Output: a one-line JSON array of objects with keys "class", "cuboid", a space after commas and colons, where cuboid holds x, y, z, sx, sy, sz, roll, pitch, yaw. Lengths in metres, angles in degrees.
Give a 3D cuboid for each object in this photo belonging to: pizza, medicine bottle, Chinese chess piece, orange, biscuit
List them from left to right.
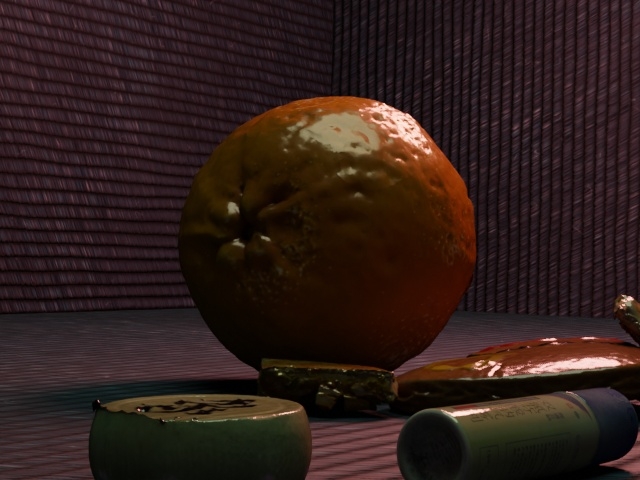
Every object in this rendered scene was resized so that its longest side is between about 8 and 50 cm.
[{"class": "Chinese chess piece", "cuboid": [-0.077, 0.131, 0.886, 0.144, 0.058, 0.144, 1, 0, 0]}, {"class": "pizza", "cuboid": [-0.013, 0.142, 1.336, 0.134, 0.046, 0.175, 3, -2, -39]}, {"class": "orange", "cuboid": [0.000, 0.000, 1.562, 0.340, 0.341, 0.293, 1, -5, 30]}, {"class": "biscuit", "cuboid": [0.207, 0.132, 1.419, 0.262, 0.052, 0.277, -4, 1, 9]}, {"class": "medicine bottle", "cuboid": [0.143, 0.137, 0.947, 0.059, 0.059, 0.231, 1, 0, 39]}, {"class": "pizza", "cuboid": [0.398, 0.129, 1.418, 0.185, 0.052, 0.195, 39, -1, -28]}]

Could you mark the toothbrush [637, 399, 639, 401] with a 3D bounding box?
[{"class": "toothbrush", "cuboid": [0.327, 0.161, 1.498, 0.025, 0.030, 0.307, -3, 1, -21]}]
